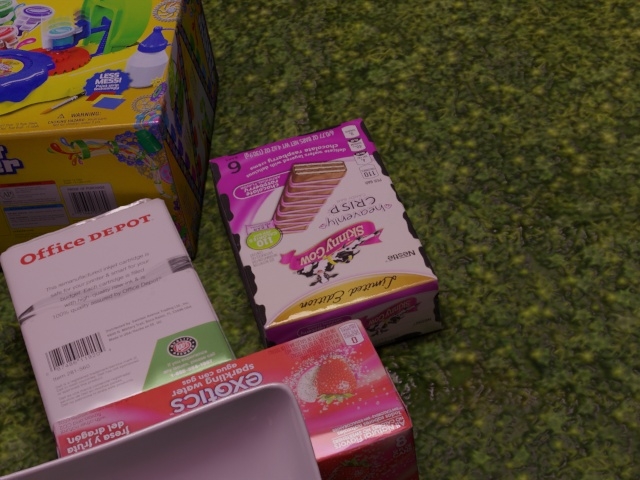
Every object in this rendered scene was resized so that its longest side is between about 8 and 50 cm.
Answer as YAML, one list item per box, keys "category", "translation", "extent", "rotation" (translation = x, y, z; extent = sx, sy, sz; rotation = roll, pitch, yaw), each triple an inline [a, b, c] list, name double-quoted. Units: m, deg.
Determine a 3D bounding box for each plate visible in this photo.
- category: "plate"
  translation: [-0.111, 0.267, 0.940]
  extent: [0.278, 0.277, 0.045]
  rotation: [-19, 2, -8]

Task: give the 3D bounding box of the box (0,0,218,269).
- category: "box"
  translation: [-0.268, -0.131, 1.364]
  extent: [0.290, 0.177, 0.279]
  rotation: [-4, 45, 6]

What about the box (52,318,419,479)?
- category: "box"
  translation: [-0.061, 0.179, 1.057]
  extent: [0.257, 0.128, 0.122]
  rotation: [-18, 46, -8]

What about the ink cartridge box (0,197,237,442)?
- category: "ink cartridge box"
  translation: [-0.174, 0.083, 1.195]
  extent: [0.160, 0.092, 0.219]
  rotation: [-19, 46, -9]

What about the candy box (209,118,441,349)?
- category: "candy box"
  translation: [0.000, 0.000, 1.261]
  extent: [0.159, 0.071, 0.233]
  rotation: [-16, 46, -6]
